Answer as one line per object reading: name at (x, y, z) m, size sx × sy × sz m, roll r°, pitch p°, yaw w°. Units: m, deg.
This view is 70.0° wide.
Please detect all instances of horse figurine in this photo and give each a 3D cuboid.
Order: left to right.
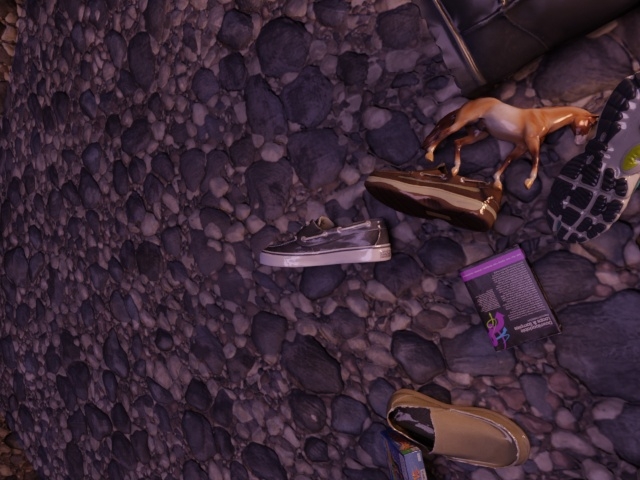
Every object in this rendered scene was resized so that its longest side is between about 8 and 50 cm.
horse figurine at (0.289, -0.174, 0.758) m, size 0.263 × 0.066 × 0.174 m, roll 25°, pitch 78°, yaw 39°

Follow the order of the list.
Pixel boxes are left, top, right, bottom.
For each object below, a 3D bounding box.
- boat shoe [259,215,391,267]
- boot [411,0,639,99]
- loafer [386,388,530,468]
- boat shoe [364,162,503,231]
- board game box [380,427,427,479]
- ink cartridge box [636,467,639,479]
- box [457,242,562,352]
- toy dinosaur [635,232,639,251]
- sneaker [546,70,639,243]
boat shoe at (0.000, 0.000, 0.961) m, size 0.301 × 0.108 × 0.102 m, roll -5°, pitch 91°, yaw 31°
boot at (0.330, -0.464, 0.617) m, size 0.445 × 0.146 × 0.367 m, roll -26°, pitch 103°, yaw 35°
loafer at (0.237, 0.355, 0.842) m, size 0.268 × 0.092 × 0.102 m, roll 5°, pitch 97°, yaw 33°
boat shoe at (0.206, -0.094, 0.841) m, size 0.257 × 0.095 × 0.095 m, roll 22°, pitch 74°, yaw 32°
board game box at (0.173, 0.484, 0.881) m, size 0.136 × 0.035 × 0.201 m, roll 158°, pitch 100°, yaw -78°
ink cartridge box at (0.570, 0.339, 0.629) m, size 0.139 × 0.082 × 0.191 m, roll 44°, pitch 114°, yaw 23°
box at (0.328, 0.101, 0.799) m, size 0.116 × 0.029 × 0.162 m, roll -28°, pitch 77°, yaw 33°
toy dinosaur at (0.558, 0.033, 0.594) m, size 0.200 × 0.127 × 0.296 m, roll -17°, pitch 68°, yaw 23°
sneaker at (0.438, -0.108, 0.664) m, size 0.107 × 0.110 × 0.275 m, roll 53°, pitch 138°, yaw 37°
